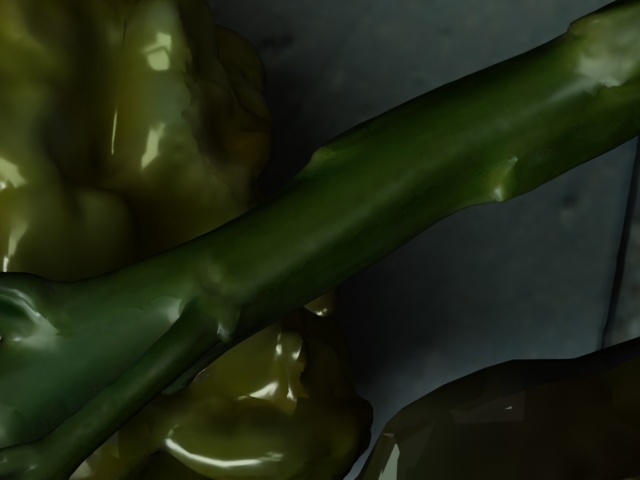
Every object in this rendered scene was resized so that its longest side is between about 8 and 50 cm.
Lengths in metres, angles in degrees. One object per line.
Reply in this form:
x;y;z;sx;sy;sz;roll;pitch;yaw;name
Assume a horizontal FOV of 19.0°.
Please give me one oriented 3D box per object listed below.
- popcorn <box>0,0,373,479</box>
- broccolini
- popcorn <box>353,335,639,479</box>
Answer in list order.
-0.087;0.008;0.527;0.189;0.218;0.169;-17;44;8;popcorn
0.002;0.004;0.398;0.392;0.079;0.074;-29;59;-1;broccolini
0.032;0.186;0.394;0.349;0.349;0.382;12;116;21;popcorn
